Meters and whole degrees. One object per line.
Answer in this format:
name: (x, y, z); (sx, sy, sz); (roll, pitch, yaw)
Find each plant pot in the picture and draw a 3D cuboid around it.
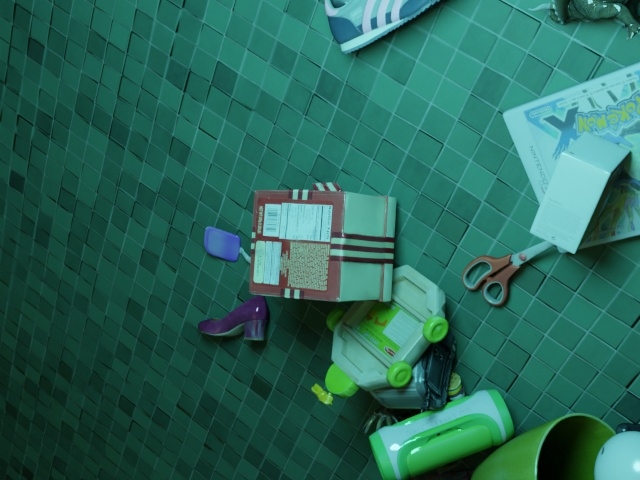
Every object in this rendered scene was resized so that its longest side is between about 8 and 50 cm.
plant pot: (0.459, 0.519, 1.879); (0.275, 0.275, 0.293); (56, 146, -2)

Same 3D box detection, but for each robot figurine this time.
robot figurine: (0.658, 0.455, 1.697); (0.209, 0.278, 0.173); (-171, 91, -72)

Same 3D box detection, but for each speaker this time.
speaker: (0.260, 0.422, 1.928); (0.296, 0.131, 0.131); (-20, 105, -4)

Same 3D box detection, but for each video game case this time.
video game case: (0.530, -0.148, 1.613); (0.329, 0.036, 0.300); (-17, 103, 39)

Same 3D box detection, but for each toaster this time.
toaster: (0.196, 0.278, 1.938); (0.146, 0.227, 0.129); (-11, 140, 35)

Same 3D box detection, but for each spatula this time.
spatula: (-0.160, 0.053, 2.192); (0.296, 0.030, 0.084); (27, 126, 21)

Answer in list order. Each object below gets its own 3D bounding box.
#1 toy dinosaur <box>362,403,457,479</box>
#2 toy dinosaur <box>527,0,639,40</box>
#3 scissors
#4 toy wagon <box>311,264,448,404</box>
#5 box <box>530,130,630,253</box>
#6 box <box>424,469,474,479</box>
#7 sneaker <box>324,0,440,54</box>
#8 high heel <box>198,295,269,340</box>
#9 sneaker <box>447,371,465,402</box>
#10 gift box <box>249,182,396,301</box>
toy dinosaur: (0.195, 0.473, 2.040); (0.127, 0.296, 0.200); (-38, 130, 17)
toy dinosaur: (0.486, -0.433, 1.447); (0.160, 0.121, 0.313); (37, 134, -3)
scissors: (0.387, 0.032, 1.789); (0.109, 0.021, 0.297); (46, 139, 10)
toy wagon: (0.115, 0.213, 1.913); (0.068, 0.344, 0.267); (39, 179, -39)
box: (0.460, -0.086, 1.584); (0.091, 0.130, 0.170); (29, 127, 21)
box: (0.336, 0.711, 2.111); (0.154, 0.142, 0.300); (-19, 101, 40)
sneaker: (0.133, -0.466, 1.677); (0.319, 0.112, 0.131); (-21, 103, 38)
high heel: (-0.228, 0.190, 2.296); (0.244, 0.082, 0.117); (0, 84, 48)
sneaker: (0.242, 0.330, 2.032); (0.185, 0.069, 0.084); (15, 138, 40)
gift box: (0.000, 0.000, 1.878); (0.276, 0.258, 0.255); (9, 92, 32)
